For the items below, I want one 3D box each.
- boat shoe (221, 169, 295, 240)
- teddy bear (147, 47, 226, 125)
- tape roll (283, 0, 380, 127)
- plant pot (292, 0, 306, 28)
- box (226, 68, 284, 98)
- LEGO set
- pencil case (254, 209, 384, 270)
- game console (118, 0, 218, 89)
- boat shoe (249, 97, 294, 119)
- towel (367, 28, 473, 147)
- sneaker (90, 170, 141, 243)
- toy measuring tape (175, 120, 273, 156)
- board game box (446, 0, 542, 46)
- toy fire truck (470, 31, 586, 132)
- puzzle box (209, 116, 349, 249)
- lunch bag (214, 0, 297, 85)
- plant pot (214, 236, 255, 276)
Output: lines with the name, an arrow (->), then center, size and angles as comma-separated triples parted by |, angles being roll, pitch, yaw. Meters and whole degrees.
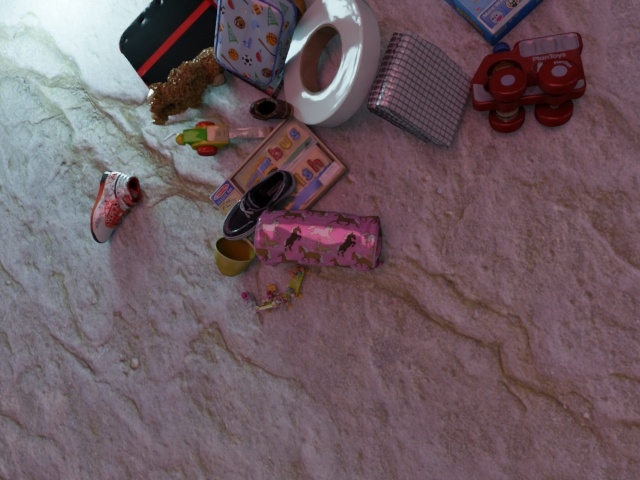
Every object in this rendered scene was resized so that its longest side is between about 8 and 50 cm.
boat shoe -> -0.209, -0.112, 1.657 | 0.301, 0.102, 0.108 | -38, 79, 12
teddy bear -> -0.434, -0.502, 1.738 | 0.113, 0.338, 0.245 | 39, 141, 11
tape roll -> 0.024, -0.538, 1.582 | 0.391, 0.071, 0.393 | -7, 82, 51
plant pot -> -0.143, -0.795, 1.702 | 0.205, 0.205, 0.188 | -1, 71, 18
box -> -0.210, -0.577, 1.782 | 0.206, 0.036, 0.114 | 33, 97, 17
LEGO set -> -0.127, 0.148, 1.671 | 0.287, 0.107, 0.132 | -38, 76, 12
pencil case -> 0.000, 0.000, 1.587 | 0.385, 0.167, 0.160 | 3, 45, 9
game console -> -0.522, -0.723, 1.892 | 0.386, 0.060, 0.342 | -41, 81, 12
boat shoe -> -0.175, -0.428, 1.701 | 0.206, 0.073, 0.073 | 12, 100, 48
towel -> 0.285, -0.425, 1.503 | 0.121, 0.283, 0.235 | 15, 84, 60
sneaker -> -0.734, -0.116, 1.897 | 0.144, 0.090, 0.270 | 8, 87, 21
toy measuring tape -> -0.324, -0.348, 1.790 | 0.329, 0.121, 0.122 | -4, 85, -5
board game box -> 0.518, -0.789, 1.531 | 0.308, 0.086, 0.302 | -41, 75, 12
toy fire truck -> 0.576, -0.458, 1.468 | 0.301, 0.169, 0.254 | -4, 61, 17
puzzle box -> -0.141, -0.187, 1.721 | 0.409, 0.052, 0.272 | -45, 77, 11
lunch bag -> -0.209, -0.647, 1.610 | 0.243, 0.115, 0.303 | 29, 140, 4
plant pot -> -0.291, 0.063, 1.730 | 0.134, 0.134, 0.095 | 33, 122, 17
